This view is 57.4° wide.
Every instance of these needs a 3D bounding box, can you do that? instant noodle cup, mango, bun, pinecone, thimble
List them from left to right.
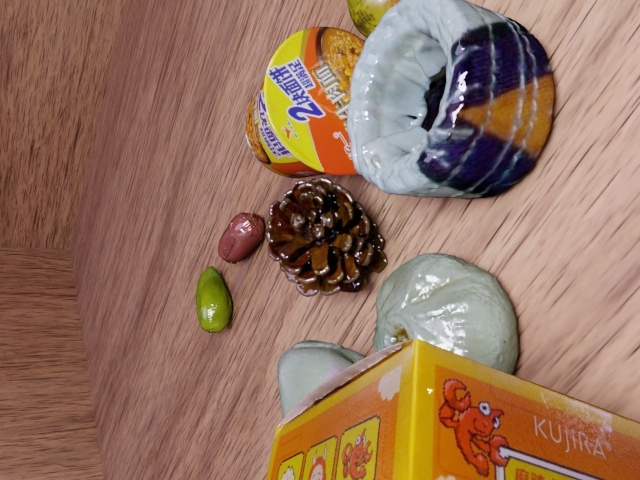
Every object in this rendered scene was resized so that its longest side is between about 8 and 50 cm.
[{"bbox_3d":[-0.236,0.130,1.300,0.091,0.074,0.165,123,149,-44],"label":"mango"},{"bbox_3d":[-0.012,-0.187,0.882,0.174,0.213,0.213,169,103,-66],"label":"instant noodle cup"},{"bbox_3d":[0.003,-0.002,0.848,0.150,0.195,0.179,-44,64,-10],"label":"pinecone"},{"bbox_3d":[0.046,0.264,0.743,0.293,0.187,0.293,172,90,-85],"label":"bun"},{"bbox_3d":[0.131,0.107,0.689,0.195,0.118,0.196,-16,71,59],"label":"bun"},{"bbox_3d":[0.136,-0.153,0.679,0.237,0.150,0.238,-8,80,58],"label":"thimble"}]

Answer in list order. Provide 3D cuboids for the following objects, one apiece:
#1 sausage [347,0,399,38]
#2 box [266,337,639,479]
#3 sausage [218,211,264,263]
[{"bbox_3d":[0.092,-0.422,0.800,0.123,0.123,0.347,-16,73,56],"label":"sausage"},{"bbox_3d":[0.120,0.248,0.484,0.259,0.283,0.214,-48,26,48],"label":"box"},{"bbox_3d":[-0.163,-0.004,1.197,0.141,0.076,0.076,-45,51,44],"label":"sausage"}]
